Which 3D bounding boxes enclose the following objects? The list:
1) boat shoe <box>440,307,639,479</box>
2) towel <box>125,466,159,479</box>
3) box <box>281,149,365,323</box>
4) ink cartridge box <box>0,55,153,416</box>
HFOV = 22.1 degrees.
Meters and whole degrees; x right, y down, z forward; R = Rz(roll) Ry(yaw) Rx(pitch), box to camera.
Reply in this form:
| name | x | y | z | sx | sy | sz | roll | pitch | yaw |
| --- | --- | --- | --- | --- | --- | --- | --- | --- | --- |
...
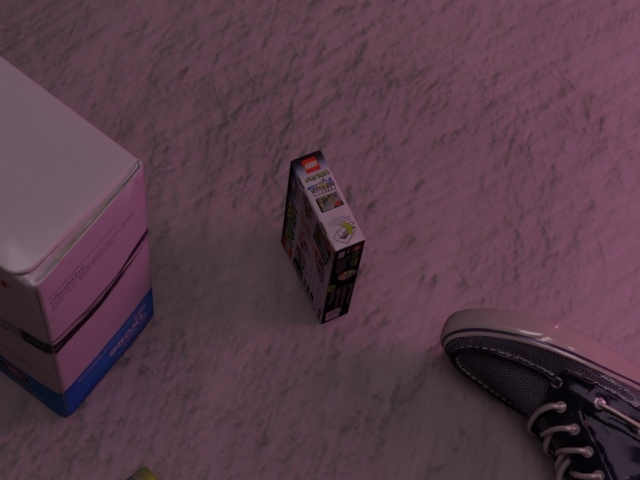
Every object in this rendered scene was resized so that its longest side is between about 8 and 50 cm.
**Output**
| name | x | y | z | sx | sy | sz | roll | pitch | yaw |
| --- | --- | --- | --- | --- | --- | --- | --- | --- | --- |
| boat shoe | 0.272 | 0.200 | 1.743 | 0.340 | 0.127 | 0.158 | 21 | 59 | 4 |
| towel | -0.199 | 0.284 | 1.735 | 0.083 | 0.009 | 0.060 | -38 | 74 | -19 |
| box | 0.000 | 0.000 | 1.767 | 0.036 | 0.207 | 0.114 | -21 | 70 | -13 |
| ink cartridge box | -0.326 | -0.018 | 1.646 | 0.285 | 0.395 | 0.166 | 36 | 69 | 10 |
